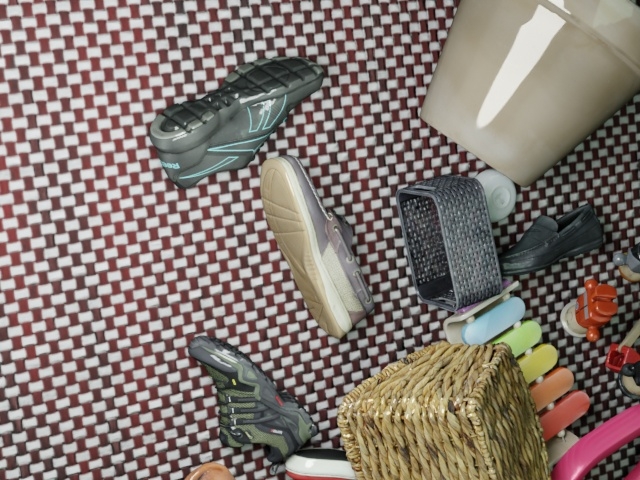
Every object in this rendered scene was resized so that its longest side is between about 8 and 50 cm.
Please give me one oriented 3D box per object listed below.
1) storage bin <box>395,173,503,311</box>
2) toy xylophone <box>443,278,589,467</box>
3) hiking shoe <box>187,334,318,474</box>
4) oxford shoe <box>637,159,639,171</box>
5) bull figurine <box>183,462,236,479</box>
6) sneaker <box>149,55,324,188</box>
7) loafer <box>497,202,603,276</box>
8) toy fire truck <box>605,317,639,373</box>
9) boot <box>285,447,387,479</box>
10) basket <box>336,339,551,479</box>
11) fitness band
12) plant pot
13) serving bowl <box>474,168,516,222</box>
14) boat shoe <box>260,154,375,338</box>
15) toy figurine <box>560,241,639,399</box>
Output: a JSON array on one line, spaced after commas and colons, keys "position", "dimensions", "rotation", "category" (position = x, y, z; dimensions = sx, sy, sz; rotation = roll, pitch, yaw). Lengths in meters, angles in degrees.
[{"position": [0.189, 0.002, 1.751], "dimensions": [0.084, 0.122, 0.180], "rotation": [-18, 104, -23], "category": "storage bin"}, {"position": [0.272, 0.229, 1.842], "dimensions": [0.236, 0.081, 0.323], "rotation": [-38, 111, -17], "category": "toy xylophone"}, {"position": [-0.111, 0.229, 1.652], "dimensions": [0.227, 0.086, 0.114], "rotation": [43, 86, -14], "category": "hiking shoe"}, {"position": [0.611, -0.082, 1.977], "dimensions": [0.212, 0.076, 0.076], "rotation": [51, 61, -23], "category": "oxford shoe"}, {"position": [-0.116, 0.448, 1.669], "dimensions": [0.188, 0.101, 0.310], "rotation": [-42, 112, -14], "category": "bull figurine"}, {"position": [-0.108, -0.164, 1.617], "dimensions": [0.267, 0.101, 0.106], "rotation": [-29, 130, -21], "category": "sneaker"}, {"position": [0.345, 0.000, 1.857], "dimensions": [0.223, 0.076, 0.078], "rotation": [-19, 99, -28], "category": "loafer"}, {"position": [0.571, 0.154, 1.998], "dimensions": [0.135, 0.047, 0.192], "rotation": [30, 82, -24], "category": "toy fire truck"}, {"position": [0.042, 0.402, 1.752], "dimensions": [0.244, 0.088, 0.176], "rotation": [16, 91, -30], "category": "boot"}, {"position": [0.187, 0.300, 1.716], "dimensions": [0.213, 0.223, 0.299], "rotation": [-49, 125, -53], "category": "basket"}, {"position": [0.469, 0.377, 1.929], "dimensions": [0.291, 0.054, 0.209], "rotation": [-26, 129, -27], "category": "fitness band"}, {"position": [0.297, -0.240, 1.699], "dimensions": [0.323, 0.323, 0.280], "rotation": [29, 100, -26], "category": "plant pot"}, {"position": [0.270, -0.067, 1.834], "dimensions": [0.083, 0.027, 0.083], "rotation": [-4, 99, -26], "category": "serving bowl"}, {"position": [0.000, 0.000, 1.676], "dimensions": [0.092, 0.103, 0.285], "rotation": [-31, 113, -25], "category": "boat shoe"}, {"position": [0.514, 0.121, 1.888], "dimensions": [0.213, 0.148, 0.209], "rotation": [45, 69, 7], "category": "toy figurine"}]
